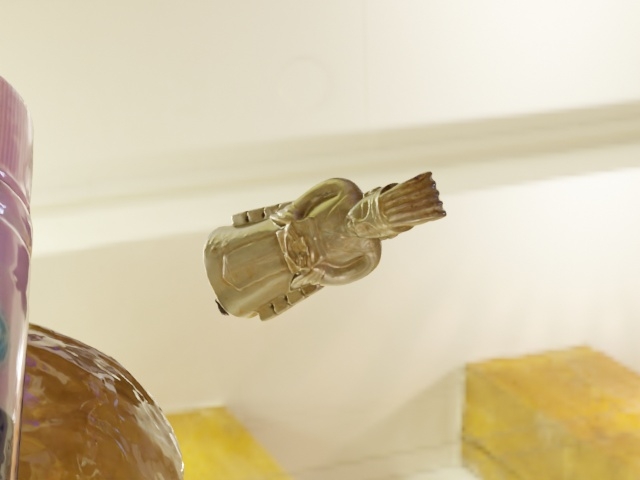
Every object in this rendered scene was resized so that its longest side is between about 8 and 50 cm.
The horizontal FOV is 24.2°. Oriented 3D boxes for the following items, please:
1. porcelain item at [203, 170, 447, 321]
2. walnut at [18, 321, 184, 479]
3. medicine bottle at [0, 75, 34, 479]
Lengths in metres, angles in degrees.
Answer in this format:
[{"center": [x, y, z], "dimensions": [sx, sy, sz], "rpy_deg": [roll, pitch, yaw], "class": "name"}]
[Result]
[{"center": [0.000, 0.000, 1.065], "dimensions": [0.054, 0.084, 0.213], "rpy_deg": [-22, 180, -43], "class": "porcelain item"}, {"center": [-0.232, 0.202, 0.885], "dimensions": [0.333, 0.332, 0.333], "rpy_deg": [-2, -163, 1], "class": "walnut"}, {"center": [-0.204, 0.051, 0.647], "dimensions": [0.152, 0.254, 0.152], "rpy_deg": [-2, 152, -1], "class": "medicine bottle"}]
